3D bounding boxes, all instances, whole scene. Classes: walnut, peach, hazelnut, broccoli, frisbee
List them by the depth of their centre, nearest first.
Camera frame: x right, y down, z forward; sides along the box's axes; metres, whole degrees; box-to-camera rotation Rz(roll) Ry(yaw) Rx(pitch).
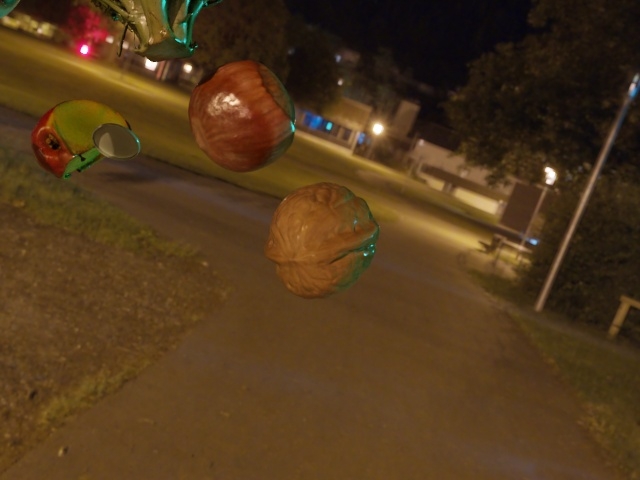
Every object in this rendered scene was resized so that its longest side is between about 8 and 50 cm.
[{"bbox_3d":[-0.305,-0.456,1.385,0.303,0.284,0.321,-15,-8,21],"label":"broccoli"},{"bbox_3d":[-0.150,-0.232,1.521,0.214,0.214,0.176,20,-20,-10],"label":"hazelnut"},{"bbox_3d":[0.000,0.000,1.552,0.224,0.225,0.261,23,23,17],"label":"walnut"},{"bbox_3d":[-0.460,-0.222,1.803,0.110,0.110,0.014,19,49,-12],"label":"frisbee"},{"bbox_3d":[-0.580,-0.253,1.911,0.154,0.158,0.267,53,36,-7],"label":"peach"}]

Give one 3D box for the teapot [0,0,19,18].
[{"bbox_3d":[-0.589,-0.421,1.300,0.149,0.318,0.220,26,-29,-3],"label":"teapot"}]
